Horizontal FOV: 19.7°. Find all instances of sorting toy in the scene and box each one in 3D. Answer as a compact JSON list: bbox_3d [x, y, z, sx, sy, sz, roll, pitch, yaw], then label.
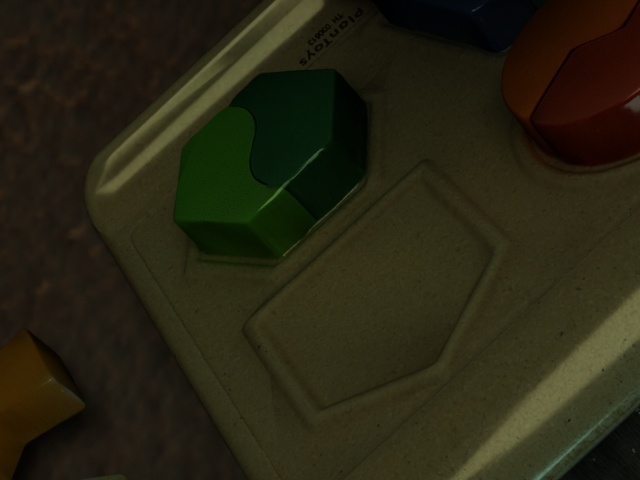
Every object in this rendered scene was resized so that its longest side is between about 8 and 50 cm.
[{"bbox_3d":[0.000,0.000,0.544,0.307,0.041,0.229,-43,39,2],"label":"sorting toy"}]

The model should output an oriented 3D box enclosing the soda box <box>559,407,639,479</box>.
[{"bbox_3d":[0.118,0.102,0.536,0.060,0.053,0.169,-39,62,-4],"label":"soda box"}]
